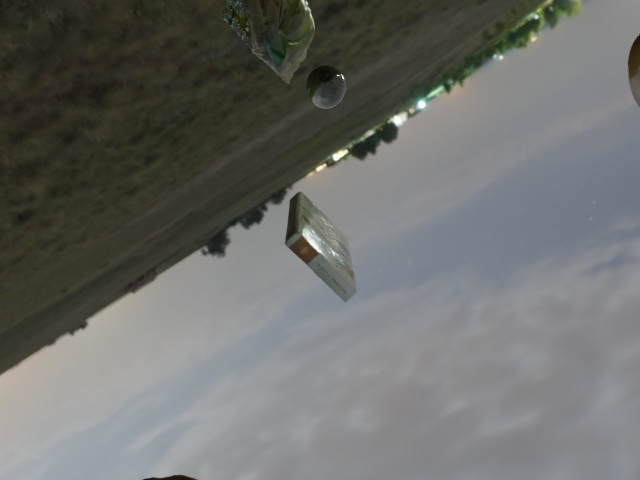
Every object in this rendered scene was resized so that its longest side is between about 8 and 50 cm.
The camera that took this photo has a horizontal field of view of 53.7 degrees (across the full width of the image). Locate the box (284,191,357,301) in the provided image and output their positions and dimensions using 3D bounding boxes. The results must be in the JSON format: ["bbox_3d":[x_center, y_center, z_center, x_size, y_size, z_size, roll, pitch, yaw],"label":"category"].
[{"bbox_3d":[-0.001,0.001,0.943,0.032,0.122,0.220,-42,-166,13],"label":"box"}]

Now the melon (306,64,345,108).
[{"bbox_3d":[0.013,-0.378,1.564,0.098,0.098,0.130,-34,167,-12],"label":"melon"}]

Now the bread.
[{"bbox_3d":[-0.091,-0.441,1.246,0.156,0.158,0.261,-45,141,9],"label":"bread"}]

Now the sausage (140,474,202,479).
[{"bbox_3d":[-0.072,0.227,0.197,0.112,0.112,0.328,-31,-155,14],"label":"sausage"}]

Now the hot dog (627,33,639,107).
[{"bbox_3d":[0.413,-0.221,0.761,0.090,0.140,0.060,-23,-138,13],"label":"hot dog"}]
